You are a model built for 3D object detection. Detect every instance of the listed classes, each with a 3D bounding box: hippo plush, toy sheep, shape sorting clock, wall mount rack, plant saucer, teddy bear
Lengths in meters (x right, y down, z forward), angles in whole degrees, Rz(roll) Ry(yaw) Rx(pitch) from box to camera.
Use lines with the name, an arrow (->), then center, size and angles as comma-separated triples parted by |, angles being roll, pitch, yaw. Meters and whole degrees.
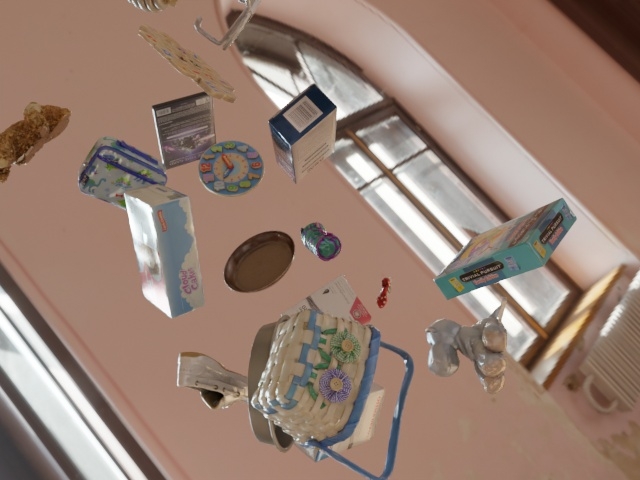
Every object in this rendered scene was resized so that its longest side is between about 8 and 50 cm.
hippo plush -> 0.434, 0.304, 1.846 | 0.234, 0.236, 0.294 | 52, -137, -68
toy sheep -> -0.320, -0.468, 1.142 | 0.091, 0.132, 0.091 | 11, -90, -79
shape sorting clock -> -0.280, -0.228, 1.921 | 0.206, 0.206, 0.040 | -39, -20, -16
wall mount rack -> -0.197, -0.674, 1.594 | 0.304, 0.130, 0.350 | -31, 32, 50
plant saucer -> -0.231, 0.090, 2.396 | 0.310, 0.310, 0.050 | -40, -48, -10
teddy bear -> -0.881, -0.297, 1.788 | 0.338, 0.113, 0.245 | -55, 11, -22

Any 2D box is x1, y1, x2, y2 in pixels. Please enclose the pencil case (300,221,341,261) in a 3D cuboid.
pencil case -> 0.000, 0.000, 1.457 | 0.152, 0.064, 0.070 | -141, 56, -69

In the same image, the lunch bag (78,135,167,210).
lunch bag -> -0.554, -0.183, 1.727 | 0.219, 0.090, 0.176 | 28, -64, -34

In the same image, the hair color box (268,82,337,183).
hair color box -> -0.049, -0.305, 1.816 | 0.174, 0.105, 0.347 | -41, -9, -8

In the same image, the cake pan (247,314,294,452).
cake pan -> -0.096, 0.310, 1.344 | 0.054, 0.293, 0.293 | -2, -2, 11

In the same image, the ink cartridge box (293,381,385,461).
ink cartridge box -> 0.070, 0.628, 2.198 | 0.307, 0.129, 0.223 | 0, -71, -48

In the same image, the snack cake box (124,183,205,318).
snack cake box -> -0.345, 0.020, 1.369 | 0.089, 0.152, 0.264 | -20, -62, -36

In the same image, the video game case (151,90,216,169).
video game case -> -0.448, -0.365, 2.055 | 0.196, 0.026, 0.274 | -21, -32, -20

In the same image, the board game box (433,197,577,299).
board game box -> 0.510, 0.026, 1.714 | 0.254, 0.079, 0.336 | -39, 5, -40

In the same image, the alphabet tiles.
alphabet tiles -> -0.348, -0.465, 1.620 | 0.021, 0.284, 0.278 | -49, -11, 16

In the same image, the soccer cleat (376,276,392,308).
soccer cleat -> 0.160, 0.128, 1.514 | 0.035, 0.029, 0.083 | -13, -63, -52

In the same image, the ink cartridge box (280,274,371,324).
ink cartridge box -> 0.014, 0.225, 1.776 | 0.218, 0.158, 0.092 | -33, -11, -8

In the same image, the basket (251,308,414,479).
basket -> 0.039, 0.278, 1.134 | 0.201, 0.289, 0.254 | -28, 38, 49

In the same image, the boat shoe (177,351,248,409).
boat shoe -> -0.239, 0.351, 1.441 | 0.098, 0.277, 0.096 | -11, 55, 34
